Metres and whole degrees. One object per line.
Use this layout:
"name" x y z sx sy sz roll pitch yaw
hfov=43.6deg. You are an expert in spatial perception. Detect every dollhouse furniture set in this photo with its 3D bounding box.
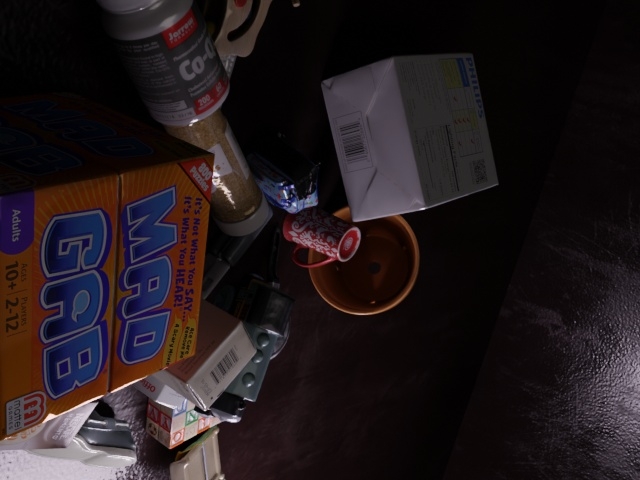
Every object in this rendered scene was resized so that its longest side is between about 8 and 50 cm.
"dollhouse furniture set" -0.348 0.634 2.010 0.197 0.151 0.301 -36 124 -68

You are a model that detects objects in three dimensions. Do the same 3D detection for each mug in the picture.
"mug" 0.006 -0.006 1.989 0.113 0.169 0.150 -31 134 -42

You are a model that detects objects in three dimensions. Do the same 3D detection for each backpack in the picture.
"backpack" -0.081 -0.134 1.806 0.117 0.158 0.173 -40 152 -21

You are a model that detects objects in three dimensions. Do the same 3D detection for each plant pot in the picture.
"plant pot" 0.130 0.060 2.140 0.291 0.291 0.203 -64 164 -2

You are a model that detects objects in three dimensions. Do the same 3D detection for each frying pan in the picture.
"frying pan" -0.111 0.154 1.949 0.197 0.053 0.326 48 60 -42

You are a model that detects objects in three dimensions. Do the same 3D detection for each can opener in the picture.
"can opener" -0.218 0.011 1.769 0.283 0.076 0.095 -54 147 -18

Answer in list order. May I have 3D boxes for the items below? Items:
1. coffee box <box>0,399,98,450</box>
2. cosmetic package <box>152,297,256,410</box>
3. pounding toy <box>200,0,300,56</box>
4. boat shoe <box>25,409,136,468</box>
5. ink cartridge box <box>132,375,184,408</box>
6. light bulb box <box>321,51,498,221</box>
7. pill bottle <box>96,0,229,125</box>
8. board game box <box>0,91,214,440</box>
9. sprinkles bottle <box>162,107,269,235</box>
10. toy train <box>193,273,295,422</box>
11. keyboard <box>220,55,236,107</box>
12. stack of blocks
"coffee box" -0.537 0.286 1.397 0.246 0.098 0.141 12 125 -45
"cosmetic package" -0.295 0.178 1.554 0.160 0.309 0.113 -49 145 -25
"pounding toy" -0.142 -0.465 1.480 0.154 0.155 0.269 17 98 -52
"boat shoe" -0.499 0.386 1.630 0.319 0.116 0.099 39 35 -50
"ink cartridge box" -0.320 0.228 1.694 0.087 0.153 0.208 36 80 -54
"light bulb box" 0.229 -0.261 1.970 0.361 0.225 0.358 -17 97 -49
"pill bottle" -0.273 -0.349 1.368 0.161 0.161 0.283 -50 145 -23
"board game box" -0.423 0.006 1.210 0.356 0.356 0.356 -20 127 -48
"sprinkles bottle" -0.213 -0.159 1.621 0.121 0.121 0.355 -50 144 -22
"toy train" -0.177 0.231 1.735 0.142 0.190 0.334 28 76 -31
"keyboard" -0.192 -0.385 1.599 0.072 0.014 0.256 4 107 -56
"stack of blocks" -0.269 0.350 1.909 0.297 0.087 0.171 -20 126 -48
